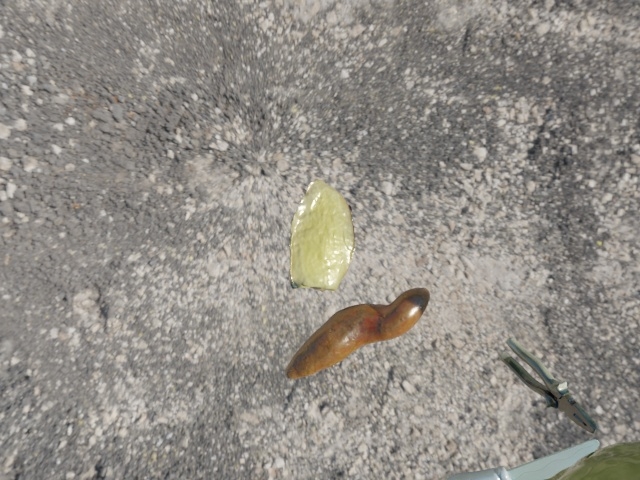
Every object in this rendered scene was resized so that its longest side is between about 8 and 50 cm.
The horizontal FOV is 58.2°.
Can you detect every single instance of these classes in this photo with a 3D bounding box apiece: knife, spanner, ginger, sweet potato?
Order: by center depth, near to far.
[{"bbox_3d":[0.043,0.108,0.698,0.202,0.055,0.058,-27,95,1],"label":"sweet potato"},{"bbox_3d":[0.001,-0.004,1.018,0.115,0.122,0.193,7,83,-5],"label":"ginger"},{"bbox_3d":[0.418,0.487,1.193,0.331,0.044,0.080,-22,107,13],"label":"knife"},{"bbox_3d":[0.609,0.393,1.548,0.040,0.325,0.095,-13,127,-26],"label":"spanner"}]

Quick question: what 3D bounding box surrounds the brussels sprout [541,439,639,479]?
[{"bbox_3d":[0.382,0.377,0.578,0.342,0.425,0.361,55,53,-32],"label":"brussels sprout"}]
